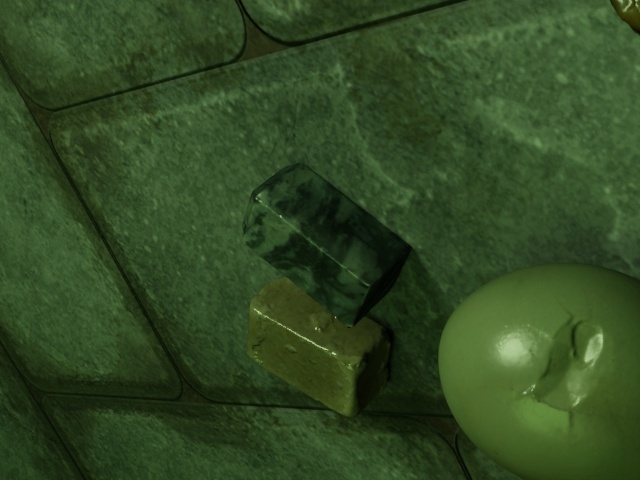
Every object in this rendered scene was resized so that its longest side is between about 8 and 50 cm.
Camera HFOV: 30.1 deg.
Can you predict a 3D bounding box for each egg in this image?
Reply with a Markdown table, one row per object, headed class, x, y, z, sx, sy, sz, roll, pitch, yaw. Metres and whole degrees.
| class | x | y | z | sx | sy | sz | roll | pitch | yaw |
| --- | --- | --- | --- | --- | --- | --- | --- | --- | --- |
| egg | 0.243 | 0.130 | 1.131 | 0.269 | 0.219 | 0.219 | 16 | 134 | 12 |

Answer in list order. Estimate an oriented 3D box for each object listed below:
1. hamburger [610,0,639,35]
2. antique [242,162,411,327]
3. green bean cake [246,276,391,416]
| class | x | y | z | sx | sy | sz | roll | pitch | yaw |
| --- | --- | --- | --- | --- | --- | --- | --- | --- | --- |
| hamburger | 0.270 | -0.232 | 0.851 | 0.183 | 0.130 | 0.206 | -5 | 108 | 54 |
| antique | 0.000 | 0.000 | 1.365 | 0.183 | 0.086 | 0.088 | 38 | 141 | 14 |
| green bean cake | -0.004 | 0.130 | 1.483 | 0.179 | 0.085 | 0.109 | 27 | 139 | 27 |
